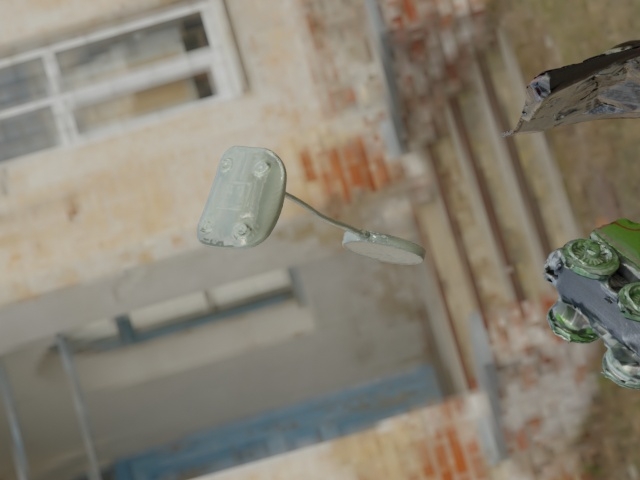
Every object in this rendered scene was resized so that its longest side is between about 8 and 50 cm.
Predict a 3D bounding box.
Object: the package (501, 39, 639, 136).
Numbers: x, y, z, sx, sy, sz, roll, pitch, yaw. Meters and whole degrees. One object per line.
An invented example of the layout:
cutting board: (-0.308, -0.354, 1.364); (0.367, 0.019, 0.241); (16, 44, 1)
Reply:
package: (0.235, -0.096, 1.087); (0.154, 0.239, 0.030); (98, 164, -78)

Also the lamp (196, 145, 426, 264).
lamp: (0.000, 0.000, 0.979); (0.198, 0.050, 0.056); (27, -109, -58)

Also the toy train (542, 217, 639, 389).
toy train: (0.201, 0.060, 0.909); (0.202, 0.081, 0.060); (42, 136, 35)
